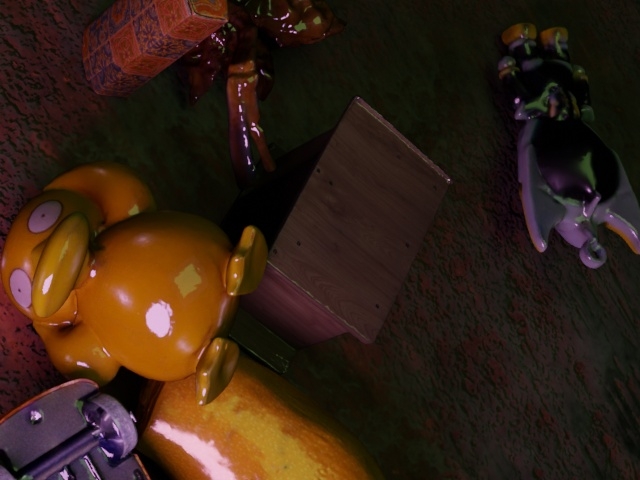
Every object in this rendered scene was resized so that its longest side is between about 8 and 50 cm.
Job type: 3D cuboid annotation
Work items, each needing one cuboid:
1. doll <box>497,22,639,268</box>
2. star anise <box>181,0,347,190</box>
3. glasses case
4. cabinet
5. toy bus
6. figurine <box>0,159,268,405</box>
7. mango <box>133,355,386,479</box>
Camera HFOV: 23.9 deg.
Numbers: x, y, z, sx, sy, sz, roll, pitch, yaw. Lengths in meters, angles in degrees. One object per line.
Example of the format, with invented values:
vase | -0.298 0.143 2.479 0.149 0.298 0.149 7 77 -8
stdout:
doll | 0.280 -0.112 1.778 0.145 0.103 0.316 16 58 -49
star anise | -0.072 -0.206 1.549 0.237 0.148 0.346 20 56 -25
glasses case | -0.161 -0.207 1.443 0.049 0.218 0.075 4 74 -32
cabinet | 0.000 0.000 1.517 0.148 0.175 0.215 39 58 -18
toy bus | -0.195 0.290 1.317 0.143 0.153 0.329 -32 96 -37
figurine | -0.173 0.037 1.360 0.228 0.215 0.215 18 66 -11
mango | -0.037 0.239 1.442 0.187 0.144 0.359 -38 94 -33
